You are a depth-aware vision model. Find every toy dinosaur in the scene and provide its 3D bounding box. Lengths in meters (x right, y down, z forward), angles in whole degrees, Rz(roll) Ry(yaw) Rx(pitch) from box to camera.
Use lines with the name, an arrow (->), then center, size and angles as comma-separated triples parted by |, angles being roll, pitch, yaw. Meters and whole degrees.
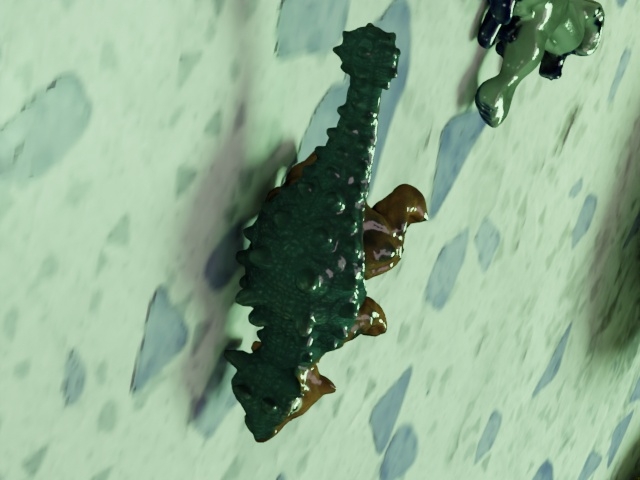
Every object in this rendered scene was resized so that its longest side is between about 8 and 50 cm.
toy dinosaur -> 0.000, 0.000, 0.584 | 0.055, 0.049, 0.154 | -30, 141, -52

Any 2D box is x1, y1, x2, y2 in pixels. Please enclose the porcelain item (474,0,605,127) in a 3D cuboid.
porcelain item -> 0.081, -0.080, 0.730 | 0.075, 0.021, 0.136 | -67, 157, -5

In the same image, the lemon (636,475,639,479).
lemon -> 0.289, 0.219, 1.262 | 0.203, 0.178, 0.178 | -67, 157, 0
